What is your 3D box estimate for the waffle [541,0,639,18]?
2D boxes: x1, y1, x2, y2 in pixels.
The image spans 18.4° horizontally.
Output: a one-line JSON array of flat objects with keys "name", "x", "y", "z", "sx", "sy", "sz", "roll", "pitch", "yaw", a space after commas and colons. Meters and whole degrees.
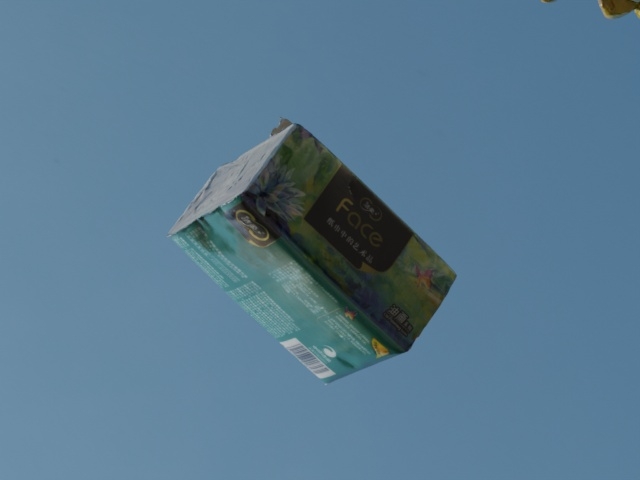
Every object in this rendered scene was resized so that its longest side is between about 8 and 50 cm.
[{"name": "waffle", "x": 0.141, "y": -0.196, "z": 0.734, "sx": 0.051, "sy": 0.228, "sz": 0.231, "roll": 14, "pitch": -124, "yaw": -17}]

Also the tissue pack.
[{"name": "tissue pack", "x": 0.001, "y": 0.000, "z": 0.946, "sx": 0.111, "sy": 0.085, "sz": 0.079, "roll": 43, "pitch": -122, "yaw": -14}]
